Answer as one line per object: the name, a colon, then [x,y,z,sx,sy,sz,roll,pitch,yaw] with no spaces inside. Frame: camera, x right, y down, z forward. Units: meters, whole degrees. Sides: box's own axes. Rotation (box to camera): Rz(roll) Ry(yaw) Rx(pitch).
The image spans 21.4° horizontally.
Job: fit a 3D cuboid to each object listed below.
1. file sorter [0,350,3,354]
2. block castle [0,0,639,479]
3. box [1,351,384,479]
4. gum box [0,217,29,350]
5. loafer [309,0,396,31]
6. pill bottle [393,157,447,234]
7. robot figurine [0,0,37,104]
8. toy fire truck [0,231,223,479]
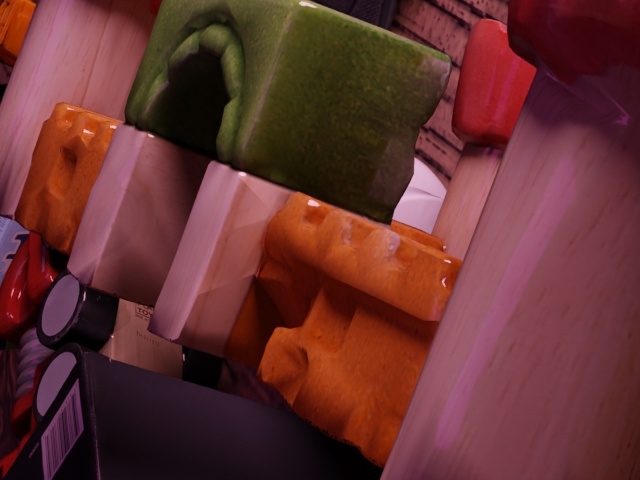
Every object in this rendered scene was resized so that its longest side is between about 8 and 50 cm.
file sorter: [-0.391,-0.008,1.591,0.182,0.202,0.291,-61,28,13]
block castle: [0.088,-0.038,0.571,0.453,0.303,0.213,24,94,63]
box: [-0.096,0.200,0.902,0.261,0.184,0.103,-55,33,31]
gum box: [-0.196,-0.003,1.263,0.041,0.157,0.184,40,112,27]
loafer: [0.032,-0.224,0.996,0.267,0.096,0.084,113,173,-46]
pill bottle: [0.000,0.000,0.912,0.221,0.124,0.124,25,96,64]
robot figurine: [-0.216,-0.127,1.357,0.211,0.085,0.291,-62,-1,12]
toy fire truck: [-0.172,0.111,1.181,0.246,0.158,0.217,-37,42,34]
